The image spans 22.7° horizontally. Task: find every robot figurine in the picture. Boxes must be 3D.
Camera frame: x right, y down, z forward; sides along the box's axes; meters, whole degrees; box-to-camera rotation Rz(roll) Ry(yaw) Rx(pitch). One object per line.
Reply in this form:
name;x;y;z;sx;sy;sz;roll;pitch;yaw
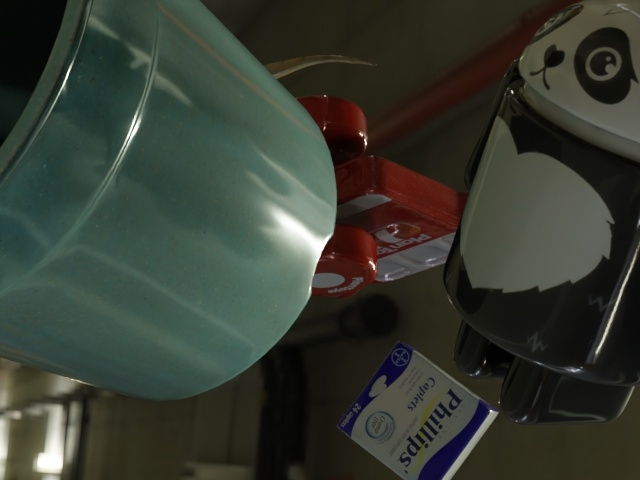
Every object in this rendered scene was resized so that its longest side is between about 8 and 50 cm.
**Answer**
robot figurine;0.178;-0.018;1.016;0.173;0.209;0.278;-34;145;-63

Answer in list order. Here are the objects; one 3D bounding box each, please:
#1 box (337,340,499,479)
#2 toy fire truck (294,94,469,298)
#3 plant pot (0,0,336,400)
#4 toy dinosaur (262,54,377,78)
box;0.113;0.206;1.839;0.126;0.137;0.072;-54;165;-1
toy fire truck;0.000;0.000;1.570;0.302;0.254;0.169;-22;-120;36
plant pot;-0.178;-0.061;1.040;0.341;0.334;0.341;-14;-117;29
toy dinosaur;-0.072;-0.137;1.388;0.211;0.112;0.064;-17;-83;38
